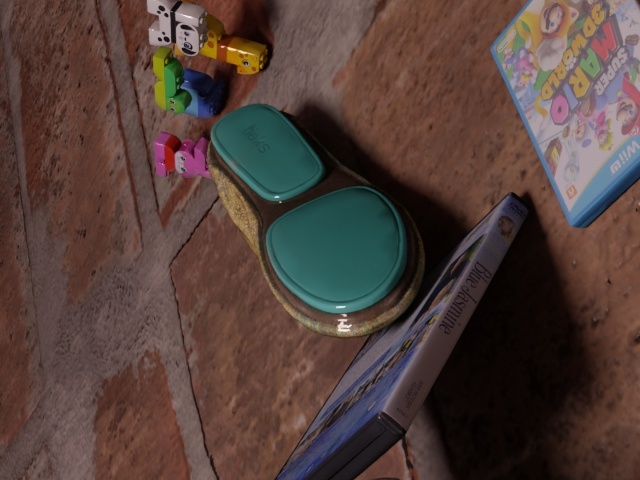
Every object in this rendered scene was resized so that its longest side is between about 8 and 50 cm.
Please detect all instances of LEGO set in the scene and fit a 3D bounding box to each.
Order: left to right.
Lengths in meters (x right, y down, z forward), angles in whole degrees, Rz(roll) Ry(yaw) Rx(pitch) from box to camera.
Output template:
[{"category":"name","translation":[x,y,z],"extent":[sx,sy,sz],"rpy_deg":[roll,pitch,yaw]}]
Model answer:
[{"category":"LEGO set","translation":[-0.107,-0.160,1.168],"extent":[0.227,0.093,0.087],"rpy_deg":[95,-163,-49]}]

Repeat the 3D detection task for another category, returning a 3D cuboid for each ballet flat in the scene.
[{"category":"ballet flat","translation":[0.000,0.000,0.942],"extent":[0.348,0.123,0.123],"rpy_deg":[52,126,55]}]

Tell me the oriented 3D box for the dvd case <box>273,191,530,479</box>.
[{"category":"dvd case","translation":[0.045,0.085,0.785],"extent":[0.180,0.022,0.253],"rpy_deg":[-49,2,41]}]

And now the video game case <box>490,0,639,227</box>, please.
[{"category":"video game case","translation":[0.177,-0.108,0.782],"extent":[0.119,0.015,0.166],"rpy_deg":[-50,45,39]}]

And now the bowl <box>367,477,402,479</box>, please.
[{"category":"bowl","translation":[0.012,0.229,0.684],"extent":[0.298,0.298,0.134],"rpy_deg":[-48,59,41]}]
